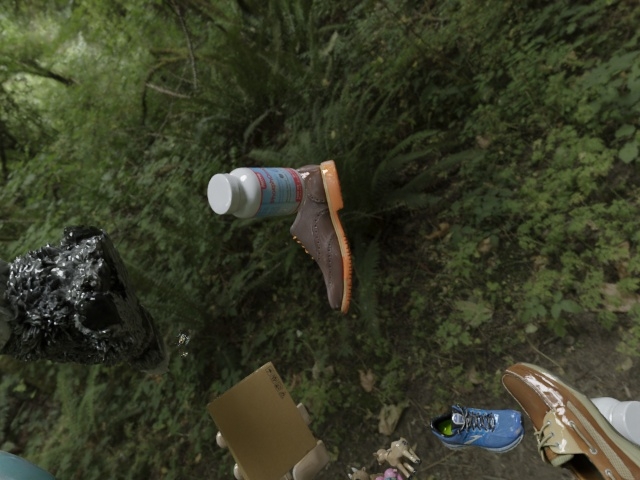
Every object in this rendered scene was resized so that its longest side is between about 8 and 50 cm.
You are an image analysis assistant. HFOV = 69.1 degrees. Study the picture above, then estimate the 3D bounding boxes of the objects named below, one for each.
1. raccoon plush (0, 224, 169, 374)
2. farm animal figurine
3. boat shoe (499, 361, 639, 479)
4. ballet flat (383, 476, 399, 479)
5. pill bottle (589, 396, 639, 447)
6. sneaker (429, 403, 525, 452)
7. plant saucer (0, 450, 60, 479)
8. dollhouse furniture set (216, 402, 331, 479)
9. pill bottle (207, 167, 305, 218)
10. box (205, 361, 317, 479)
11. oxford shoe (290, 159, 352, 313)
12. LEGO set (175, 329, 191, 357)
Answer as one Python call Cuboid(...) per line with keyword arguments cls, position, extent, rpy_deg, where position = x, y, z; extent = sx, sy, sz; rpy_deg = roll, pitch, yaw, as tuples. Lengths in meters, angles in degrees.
Cuboid(cls="raccoon plush", position=(-0.455, 0.178, 0.779), extent=(0.299, 0.446, 0.216), rpy_deg=(-19, 41, -13))
Cuboid(cls="farm animal figurine", position=(0.198, 0.848, 1.628), extent=(0.330, 0.326, 0.172), rpy_deg=(-41, 52, -17))
Cuboid(cls="boat shoe", position=(0.468, 0.369, 0.865), extent=(0.120, 0.122, 0.324), rpy_deg=(-29, 49, -22))
Cuboid(cls="ballet flat", position=(0.177, 0.614, 1.009), extent=(0.070, 0.188, 0.070), rpy_deg=(-21, 4, 2))
Cuboid(cls="pill bottle", position=(0.715, 0.469, 1.181), extent=(0.229, 0.131, 0.131), rpy_deg=(127, 163, -61))
Cuboid(cls="sneaker", position=(0.500, 0.609, 1.511), extent=(0.330, 0.147, 0.129), rpy_deg=(-29, 36, 39))
Cuboid(cls="plant saucer", position=(-0.543, 0.462, 0.750), extent=(0.317, 0.318, 0.043), rpy_deg=(-44, 17, 18))
Cuboid(cls="dollhouse furniture set", position=(-0.161, 0.768, 1.485), extent=(0.362, 0.394, 0.256), rpy_deg=(-27, 1, 44))
Cuboid(cls="pill bottle", position=(-0.109, -0.083, 0.805), extent=(0.087, 0.160, 0.087), rpy_deg=(8, 102, 42))
Cuboid(cls="box", position=(-0.115, 0.374, 0.939), extent=(0.164, 0.201, 0.021), rpy_deg=(-27, -5, -39))
Cuboid(cls="oxford shoe", position=(0.000, 0.000, 1.110), extent=(0.133, 0.363, 0.130), rpy_deg=(-9, 0, 0))
Cuboid(cls="LEGO set", position=(-0.413, 0.312, 1.405), extent=(0.054, 0.023, 0.083), rpy_deg=(-8, 69, 18))
